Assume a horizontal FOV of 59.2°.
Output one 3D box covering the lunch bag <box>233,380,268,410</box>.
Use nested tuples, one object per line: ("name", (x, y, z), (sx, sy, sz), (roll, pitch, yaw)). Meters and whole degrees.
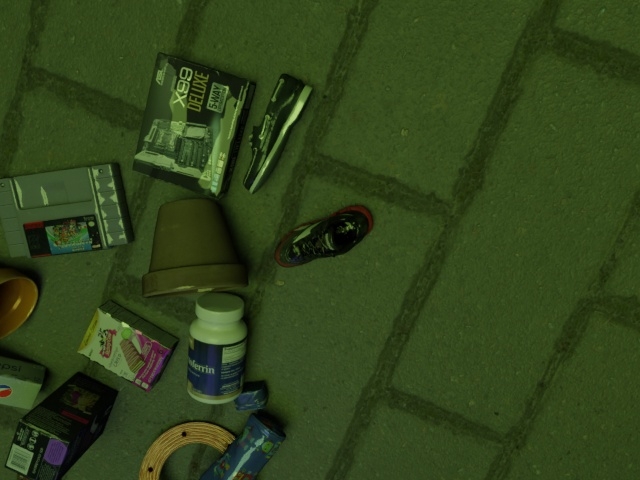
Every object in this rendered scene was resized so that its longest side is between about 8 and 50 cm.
("lunch bag", (-0.198, 0.439, 1.574), (0.098, 0.067, 0.065), (-9, 101, 9))

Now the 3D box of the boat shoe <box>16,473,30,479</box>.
("boat shoe", (-0.866, 0.741, 1.715), (0.104, 0.111, 0.307), (7, 93, 10))

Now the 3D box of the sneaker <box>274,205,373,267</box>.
("sneaker", (0.000, -0.001, 1.418), (0.276, 0.135, 0.097), (-23, 100, 13))

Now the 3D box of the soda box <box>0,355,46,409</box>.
("soda box", (-0.941, 0.383, 1.587), (0.286, 0.091, 0.098), (22, 106, -27))

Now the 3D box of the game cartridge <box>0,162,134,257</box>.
("game cartridge", (-0.701, -0.076, 1.533), (0.355, 0.068, 0.230), (-7, 97, 9))

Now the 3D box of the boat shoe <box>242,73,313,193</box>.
("boat shoe", (-0.125, -0.262, 1.394), (0.091, 0.114, 0.302), (29, 92, 0))

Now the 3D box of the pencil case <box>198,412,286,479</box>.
("pencil case", (-0.230, 0.618, 1.556), (0.119, 0.133, 0.306), (41, 86, -29))

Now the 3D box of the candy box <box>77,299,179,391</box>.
("candy box", (-0.540, 0.297, 1.585), (0.233, 0.071, 0.159), (29, 105, 1))

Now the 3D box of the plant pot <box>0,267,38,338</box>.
("plant pot", (-0.930, 0.145, 1.551), (0.188, 0.205, 0.205), (29, 105, 17))

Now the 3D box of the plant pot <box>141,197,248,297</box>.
("plant pot", (-0.326, 0.020, 1.425), (0.263, 0.263, 0.229), (-9, 84, 9))

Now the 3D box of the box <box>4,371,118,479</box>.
("box", (-0.703, 0.513, 1.551), (0.143, 0.270, 0.165), (25, 104, 1))

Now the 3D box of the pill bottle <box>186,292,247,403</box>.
("pill bottle", (-0.273, 0.283, 1.499), (0.153, 0.153, 0.264), (8, 107, 6))

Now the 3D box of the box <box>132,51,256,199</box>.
("box", (-0.320, -0.287, 1.425), (0.242, 0.076, 0.307), (19, 104, 3))

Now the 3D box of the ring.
("ring", (-0.356, 0.695, 1.626), (0.337, 0.032, 0.336), (0, 82, 3))
